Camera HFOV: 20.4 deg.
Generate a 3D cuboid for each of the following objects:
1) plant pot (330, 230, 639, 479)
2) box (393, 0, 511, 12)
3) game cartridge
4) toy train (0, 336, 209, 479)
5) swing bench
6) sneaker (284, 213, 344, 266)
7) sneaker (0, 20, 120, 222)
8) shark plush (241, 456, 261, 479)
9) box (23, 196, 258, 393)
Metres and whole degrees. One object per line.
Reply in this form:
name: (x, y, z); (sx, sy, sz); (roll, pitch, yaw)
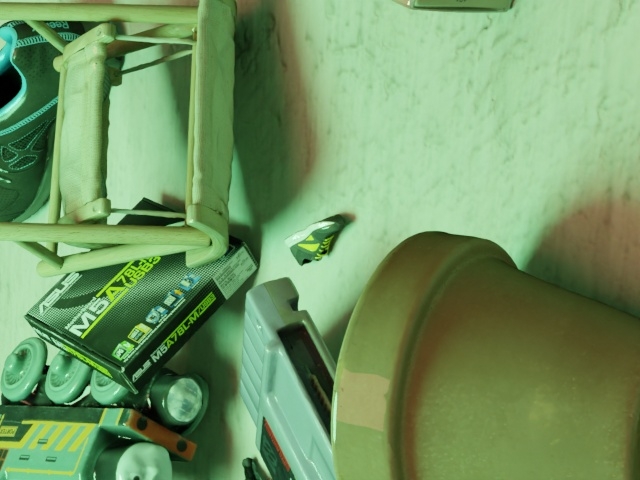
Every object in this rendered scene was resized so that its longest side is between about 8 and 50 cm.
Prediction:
plant pot: (0.167, 0.135, 1.416); (0.229, 0.263, 0.263); (8, 100, 32)
box: (0.064, -0.305, 1.560); (0.232, 0.127, 0.148); (32, 117, 42)
game cartridge: (0.016, 0.235, 1.646); (0.355, 0.068, 0.230); (61, 158, 26)
toy train: (-0.256, 0.211, 1.929); (0.334, 0.142, 0.190); (-4, 60, 48)
swing bench: (-0.195, -0.109, 1.794); (0.255, 0.165, 0.253); (-4, 73, 18)
sneaker: (0.000, 0.000, 1.740); (0.083, 0.031, 0.035); (-27, 86, 51)
sneaker: (-0.361, -0.142, 2.055); (0.125, 0.139, 0.341); (56, 133, 27)
shark plush: (-0.059, 0.300, 1.815); (0.161, 0.073, 0.067); (56, 161, 24)
box: (-0.188, 0.053, 1.855); (0.184, 0.190, 0.045); (25, 154, 44)
